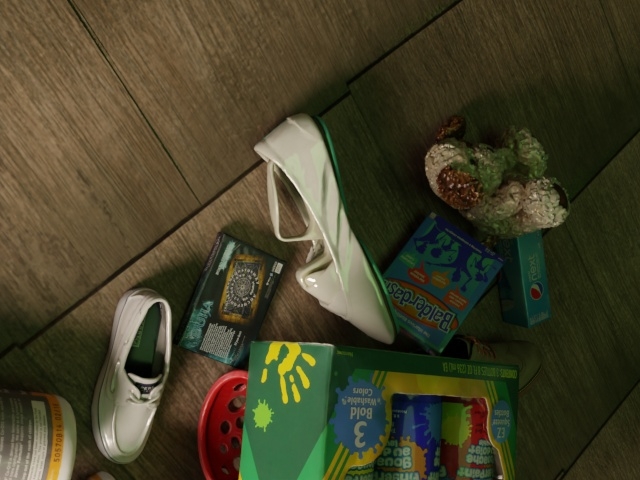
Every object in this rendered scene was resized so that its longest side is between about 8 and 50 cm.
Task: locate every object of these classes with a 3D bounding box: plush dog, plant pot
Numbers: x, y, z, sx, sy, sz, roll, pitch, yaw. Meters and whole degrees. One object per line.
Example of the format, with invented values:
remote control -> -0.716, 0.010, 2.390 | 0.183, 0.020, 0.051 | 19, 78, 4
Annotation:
plush dog -> 0.279, -0.101, 1.479 | 0.225, 0.262, 0.210 | 30, 120, -21
plant pot -> -0.068, 0.297, 1.285 | 0.174, 0.191, 0.191 | 14, 88, -43

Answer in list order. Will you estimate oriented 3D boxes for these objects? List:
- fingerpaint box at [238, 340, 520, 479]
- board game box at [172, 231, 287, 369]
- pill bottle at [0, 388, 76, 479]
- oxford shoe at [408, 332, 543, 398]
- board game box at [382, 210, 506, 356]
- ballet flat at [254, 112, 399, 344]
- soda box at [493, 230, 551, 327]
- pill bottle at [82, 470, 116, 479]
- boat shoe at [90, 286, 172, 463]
fingerpaint box -> 0.100, 0.345, 1.201 | 0.445, 0.163, 0.371 | 14, 77, -44
board game box -> -0.139, 0.095, 1.305 | 0.126, 0.026, 0.186 | 27, 81, -33
pill bottle -> -0.458, 0.255, 1.029 | 0.278, 0.162, 0.162 | 15, 87, -34
oxford shoe -> 0.282, 0.228, 1.520 | 0.348, 0.123, 0.130 | -12, 129, -33
board game box -> 0.197, 0.075, 1.459 | 0.160, 0.047, 0.210 | 34, 72, 12
ballet flat -> 0.000, 0.000, 1.336 | 0.139, 0.139, 0.400 | -27, 103, -28
soda box -> 0.387, 0.057, 1.623 | 0.067, 0.071, 0.210 | -18, 105, -30
pill bottle -> -0.373, 0.438, 1.112 | 0.272, 0.152, 0.152 | -28, 110, -27
boat shoe -> -0.265, 0.197, 1.198 | 0.095, 0.084, 0.258 | 3, 94, -34
